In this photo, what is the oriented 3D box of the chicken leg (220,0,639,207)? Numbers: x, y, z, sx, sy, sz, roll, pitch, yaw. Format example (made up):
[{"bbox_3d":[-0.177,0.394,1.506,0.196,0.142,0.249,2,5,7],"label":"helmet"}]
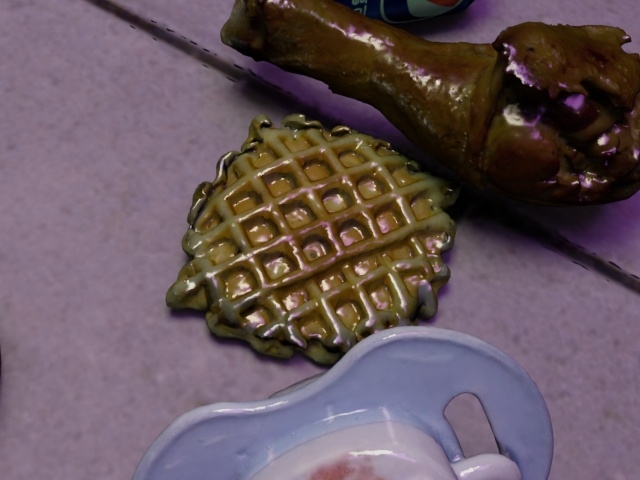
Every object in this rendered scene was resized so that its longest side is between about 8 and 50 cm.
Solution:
[{"bbox_3d":[0.107,-0.116,0.834,0.361,0.211,0.140,19,77,-13],"label":"chicken leg"}]

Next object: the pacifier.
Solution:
[{"bbox_3d":[0.012,0.152,0.728,0.279,0.227,0.207,-22,30,1],"label":"pacifier"}]

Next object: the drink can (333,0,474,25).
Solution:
[{"bbox_3d":[0.050,-0.249,0.974,0.205,0.118,0.118,-15,63,-16],"label":"drink can"}]

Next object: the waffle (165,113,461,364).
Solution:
[{"bbox_3d":[0.000,0.000,0.857,0.214,0.054,0.207,21,62,0],"label":"waffle"}]
